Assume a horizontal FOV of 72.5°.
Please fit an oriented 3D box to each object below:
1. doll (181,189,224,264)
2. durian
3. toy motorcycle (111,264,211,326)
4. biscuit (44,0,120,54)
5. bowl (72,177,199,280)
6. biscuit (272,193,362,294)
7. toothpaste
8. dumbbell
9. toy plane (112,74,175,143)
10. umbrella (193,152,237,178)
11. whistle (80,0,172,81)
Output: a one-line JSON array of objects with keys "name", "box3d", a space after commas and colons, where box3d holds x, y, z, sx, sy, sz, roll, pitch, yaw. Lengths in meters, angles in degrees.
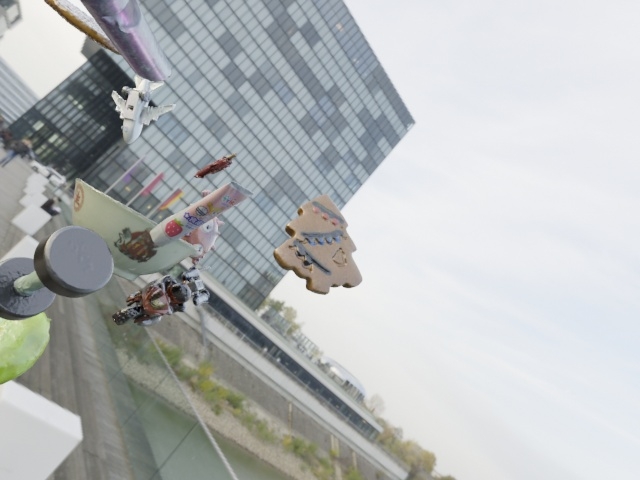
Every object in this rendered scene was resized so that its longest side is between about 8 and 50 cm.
[{"name": "doll", "box3d": [-0.409, -0.044, 1.496, 0.093, 0.261, 0.211, 16, 0, 19]}, {"name": "durian", "box3d": [-1.081, 0.359, 1.470, 0.255, 0.340, 0.204, 59, -40, 16]}, {"name": "toy motorcycle", "box3d": [-0.444, 0.163, 1.361, 0.134, 0.207, 0.401, 66, 16, 2]}, {"name": "biscuit", "box3d": [-0.500, -0.459, 0.925, 0.188, 0.027, 0.188, 40, 9, -8]}, {"name": "bowl", "box3d": [-0.496, 0.000, 1.104, 0.337, 0.157, 0.337, 30, -10, 6]}, {"name": "biscuit", "box3d": [0.001, 0.000, 1.198, 0.278, 0.301, 0.043, 14, -27, -29]}, {"name": "toothpaste", "box3d": [-0.214, -0.048, 0.777, 0.067, 0.195, 0.042, 31, 35, -63]}, {"name": "dumbbell", "box3d": [-0.405, 0.052, 0.646, 0.191, 0.100, 0.100, -19, -51, 28]}, {"name": "toy plane", "box3d": [-0.661, -0.473, 1.569, 0.251, 0.255, 0.101, 16, -7, 10]}, {"name": "umbrella", "box3d": [-0.206, -0.145, 0.859, 0.025, 0.027, 0.165, 34, -26, -32]}, {"name": "whistle", "box3d": [-0.145, -0.159, 0.326, 0.033, 0.033, 0.176, 42, -4, -6]}]
